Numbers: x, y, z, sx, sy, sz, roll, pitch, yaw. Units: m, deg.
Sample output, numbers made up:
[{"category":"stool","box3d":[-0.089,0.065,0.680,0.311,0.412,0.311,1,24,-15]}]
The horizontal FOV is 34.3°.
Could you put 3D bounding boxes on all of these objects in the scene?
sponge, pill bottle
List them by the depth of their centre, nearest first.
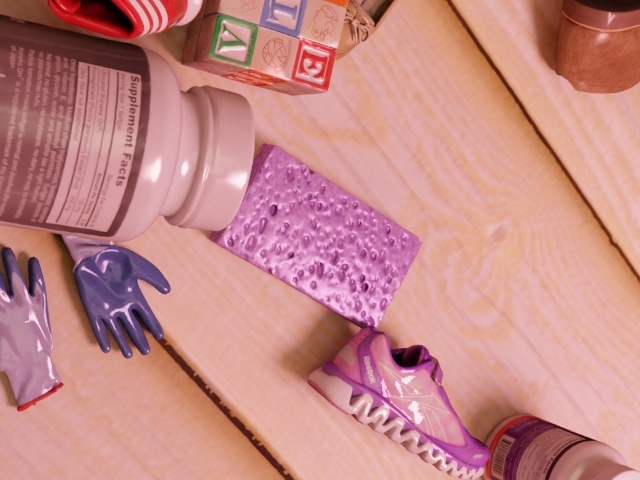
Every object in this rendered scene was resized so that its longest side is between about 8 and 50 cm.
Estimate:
[{"category":"pill bottle","box3d":[-0.226,-0.093,0.892,0.318,0.176,0.176,9,91,-26]},{"category":"sponge","box3d":[0.000,0.000,1.089,0.210,0.031,0.117,32,82,-25]},{"category":"pill bottle","box3d":[0.275,0.267,1.153,0.108,0.193,0.108,-3,97,-25]}]

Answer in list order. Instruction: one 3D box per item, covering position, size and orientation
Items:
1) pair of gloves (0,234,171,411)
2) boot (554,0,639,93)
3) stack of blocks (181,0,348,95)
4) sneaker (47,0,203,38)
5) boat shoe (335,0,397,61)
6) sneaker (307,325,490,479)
[{"category":"pair of gloves","box3d":[-0.242,0.061,0.986,0.198,0.023,0.159,-26,107,-20]},{"category":"boot","box3d":[0.396,-0.250,1.233,0.305,0.112,0.115,-13,130,-28]},{"category":"stack of blocks","box3d":[-0.053,-0.306,1.003,0.171,0.087,0.297,12,90,-26]},{"category":"sneaker","box3d":[-0.204,-0.269,0.890,0.221,0.087,0.128,48,36,-1]},{"category":"boat shoe","box3d":[0.050,-0.248,1.078,0.153,0.048,0.056,-47,111,-14]},{"category":"sneaker","box3d":[0.104,0.171,1.115,0.236,0.095,0.104,35,85,-23]}]
